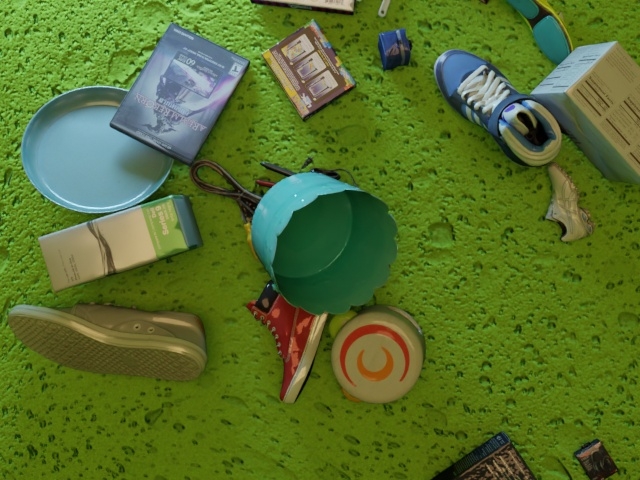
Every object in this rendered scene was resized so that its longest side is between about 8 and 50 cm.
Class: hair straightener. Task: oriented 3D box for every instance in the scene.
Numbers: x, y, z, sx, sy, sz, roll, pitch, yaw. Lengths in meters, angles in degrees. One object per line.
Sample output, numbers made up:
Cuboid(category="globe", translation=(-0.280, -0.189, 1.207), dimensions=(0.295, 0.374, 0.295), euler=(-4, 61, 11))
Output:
Cuboid(category="hair straightener", translation=(-0.022, -0.139, 1.962), dimensions=(0.230, 0.047, 0.089), euler=(13, 88, 7))

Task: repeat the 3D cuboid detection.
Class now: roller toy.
Cuboid(category="roller toy", translation=(0.124, 0.237, 1.904), dimensions=(0.191, 0.146, 0.210), euler=(-7, 95, 11))

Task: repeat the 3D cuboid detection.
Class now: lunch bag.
Cuboid(category="lunch bag", translation=(0.162, -0.410, 1.937), dimensions=(0.065, 0.098, 0.067), euler=(-13, 83, -1))

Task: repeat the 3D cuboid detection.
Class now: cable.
Cuboid(category="cable", translation=(-0.152, -0.079, 1.940), dimensions=(0.139, 0.072, 0.287), euler=(-41, 99, 7))

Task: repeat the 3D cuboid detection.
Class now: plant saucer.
Cuboid(category="plant saucer", translation=(-0.468, -0.188, 1.926), dimensions=(0.317, 0.044, 0.318), euler=(3, 63, -7))

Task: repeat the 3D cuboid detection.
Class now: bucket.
Cuboid(category="bucket", translation=(0.000, 0.000, 1.847), dimensions=(0.281, 0.183, 0.281), euler=(-9, 112, -21))

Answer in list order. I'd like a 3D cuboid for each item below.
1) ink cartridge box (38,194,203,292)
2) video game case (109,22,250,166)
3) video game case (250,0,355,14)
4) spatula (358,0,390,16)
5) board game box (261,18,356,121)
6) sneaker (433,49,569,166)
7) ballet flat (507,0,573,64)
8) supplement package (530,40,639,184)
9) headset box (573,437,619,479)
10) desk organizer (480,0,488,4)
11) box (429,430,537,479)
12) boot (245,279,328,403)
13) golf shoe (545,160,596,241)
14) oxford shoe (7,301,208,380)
Cuboid(category="ink cartridge box", translation=(-0.410, 0.003, 1.890), dimensions=(0.289, 0.211, 0.122), euler=(-17, 93, 1))
Cuboid(category="video game case", translation=(-0.300, -0.316, 1.949), dimensions=(0.196, 0.026, 0.274), euler=(26, 72, 2))
Cuboid(category="video game case", translation=(-0.028, -0.610, 1.975), dimensions=(0.232, 0.042, 0.210), euler=(7, 89, 2))
Cuboid(category="spatula", translation=(0.122, -0.615, 1.954), dimensions=(0.168, 0.019, 0.242), euler=(21, 84, -19))
Cuboid(category="board game box", translation=(-0.025, -0.368, 1.968), dimensions=(0.141, 0.048, 0.170), euler=(-32, 89, 3))
Cuboid(category="sneaker", translation=(0.369, -0.285, 1.859), dimensions=(0.130, 0.236, 0.323), euler=(-41, 88, 1))
Cuboid(category="ballet flat", translation=(0.476, -0.484, 1.942), dimensions=(0.231, 0.077, 0.077), euler=(49, 54, -6))
Cuboid(category="supplement package", translation=(0.593, -0.256, 1.846), dimensions=(0.145, 0.204, 0.262), euler=(-44, 101, 1))
Cuboid(category="headset box", translation=(0.588, 0.470, 1.942), dimensions=(0.062, 0.032, 0.083), euler=(-32, 90, 1))
Cuboid(category="desk organizer", translation=(0.320, -0.567, 1.962), dimensions=(0.130, 0.047, 0.050), euler=(30, 92, 2))
Cuboid(category="box", translation=(0.349, 0.528, 1.910), dimensions=(0.207, 0.108, 0.153), euler=(-33, 88, 1))
Cuboid(category="boot", translation=(-0.091, 0.215, 1.944), dimensions=(0.176, 0.088, 0.244), euler=(16, 81, 2))
Cuboid(category="golf shoe", translation=(0.514, -0.080, 1.939), dimensions=(0.086, 0.069, 0.176), euler=(-26, 87, 7))
Cuboid(category="oxford shoe", translation=(-0.446, 0.197, 1.940), dimensions=(0.449, 0.169, 0.130), euler=(7, 48, 9))
